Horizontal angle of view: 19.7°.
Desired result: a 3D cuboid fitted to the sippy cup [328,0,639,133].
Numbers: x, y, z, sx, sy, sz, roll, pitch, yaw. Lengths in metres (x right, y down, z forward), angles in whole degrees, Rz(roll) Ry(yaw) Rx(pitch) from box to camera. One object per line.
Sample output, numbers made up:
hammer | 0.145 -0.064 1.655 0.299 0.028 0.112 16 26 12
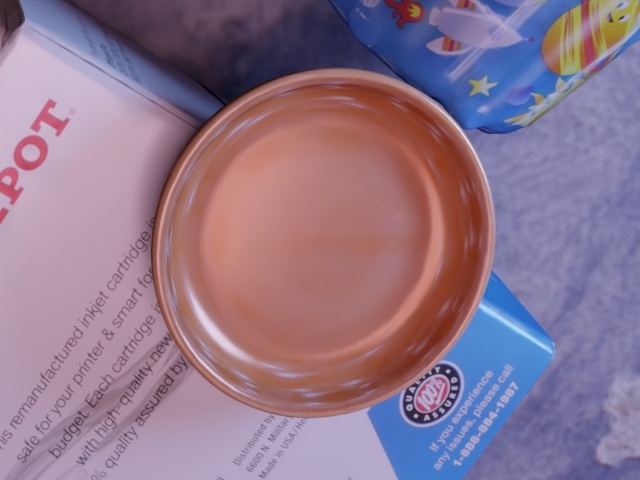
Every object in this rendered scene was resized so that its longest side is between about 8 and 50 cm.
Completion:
sippy cup | 0.123 -0.189 1.069 0.224 0.305 0.240 -47 155 20

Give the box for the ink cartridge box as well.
ink cartridge box | -0.105 0.057 1.138 0.395 0.166 0.285 32 101 -23

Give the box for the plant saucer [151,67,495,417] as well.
plant saucer | 0.000 0.000 1.031 0.200 0.037 0.200 -5 105 -18
